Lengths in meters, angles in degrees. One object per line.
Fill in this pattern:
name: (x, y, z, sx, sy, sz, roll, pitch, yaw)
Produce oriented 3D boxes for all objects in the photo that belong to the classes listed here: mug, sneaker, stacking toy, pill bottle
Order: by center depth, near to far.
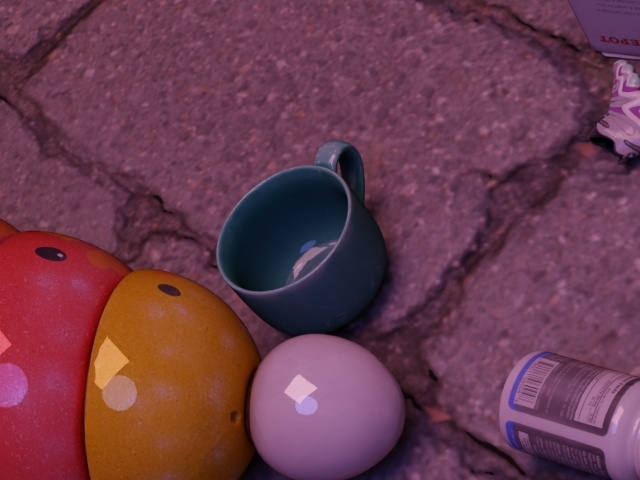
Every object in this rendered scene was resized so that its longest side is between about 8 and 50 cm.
pill bottle: (0.204, 0.131, 1.241, 0.137, 0.078, 0.078, 15, 66, 40)
stacking toy: (-0.165, 0.125, 1.397, 0.479, 0.351, 0.351, 2, 56, 12)
sneaker: (0.242, -0.103, 1.426, 0.069, 0.038, 0.098, -29, 45, 11)
mug: (0.001, 0.007, 1.460, 0.157, 0.097, 0.129, -40, 44, -1)

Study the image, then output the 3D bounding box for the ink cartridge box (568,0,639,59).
ink cartridge box: (0.264, -0.237, 1.407, 0.139, 0.191, 0.082, 11, 63, 39)
